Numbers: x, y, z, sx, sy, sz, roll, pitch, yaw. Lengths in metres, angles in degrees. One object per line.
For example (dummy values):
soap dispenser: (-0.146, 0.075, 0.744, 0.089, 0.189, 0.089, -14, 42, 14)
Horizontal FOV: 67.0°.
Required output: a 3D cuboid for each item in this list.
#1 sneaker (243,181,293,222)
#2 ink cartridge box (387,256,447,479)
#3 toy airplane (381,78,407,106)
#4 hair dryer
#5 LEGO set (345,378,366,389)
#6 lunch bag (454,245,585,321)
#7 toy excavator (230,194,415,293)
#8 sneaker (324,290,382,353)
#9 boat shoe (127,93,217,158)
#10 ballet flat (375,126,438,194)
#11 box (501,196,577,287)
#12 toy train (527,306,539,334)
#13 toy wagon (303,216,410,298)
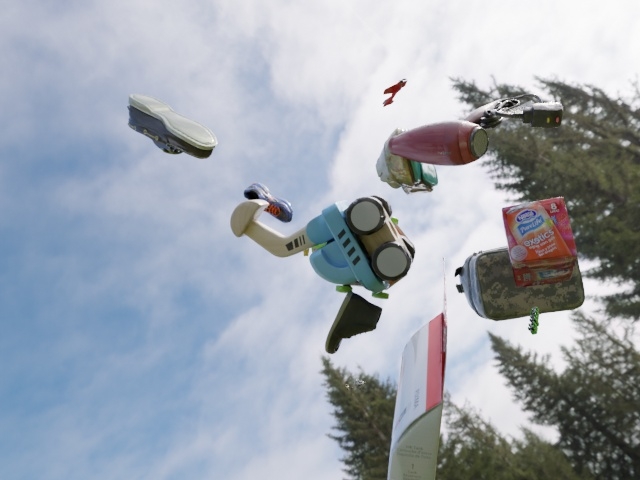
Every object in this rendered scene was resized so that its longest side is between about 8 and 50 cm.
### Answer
sneaker: (-0.194, -0.128, 1.758, 0.087, 0.221, 0.083, -28, -34, -52)
ink cartridge box: (0.085, 0.120, 0.427, 0.045, 0.145, 0.179, 2, -71, 13)
toy airplane: (0.280, -0.565, 1.858, 0.151, 0.028, 0.151, -37, -9, -7)
hair dryer: (0.270, -0.194, 0.883, 0.294, 0.223, 0.080, -10, -72, 13)
LEGO set: (0.137, 0.555, 1.876, 0.083, 0.054, 0.023, -17, -64, -29)
lunch bag: (0.579, 0.118, 1.449, 0.306, 0.212, 0.256, -11, -7, 4)
toy excavator: (0.000, 0.000, 1.434, 0.445, 0.432, 0.222, -30, -1, 15)
sneaker: (0.094, 0.266, 1.421, 0.083, 0.118, 0.221, -43, -25, -61)
boat shoe: (-0.282, -0.203, 0.913, 0.081, 0.228, 0.068, -18, -45, -52)
ballet flat: (0.194, -0.171, 1.149, 0.123, 0.123, 0.349, -50, -21, 12)
box: (0.476, 0.014, 1.057, 0.123, 0.128, 0.257, -11, -20, 21)
toy train: (0.496, 0.186, 1.120, 0.017, 0.023, 0.083, -30, 14, 42)
toy wagon: (0.112, 0.041, 1.564, 0.345, 0.267, 0.068, 8, -11, 2)
